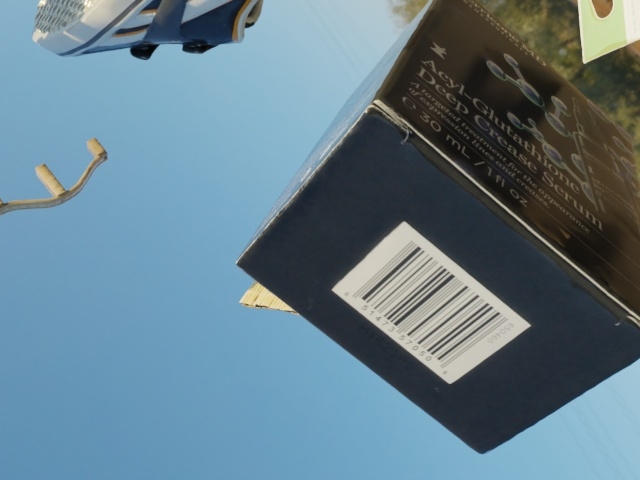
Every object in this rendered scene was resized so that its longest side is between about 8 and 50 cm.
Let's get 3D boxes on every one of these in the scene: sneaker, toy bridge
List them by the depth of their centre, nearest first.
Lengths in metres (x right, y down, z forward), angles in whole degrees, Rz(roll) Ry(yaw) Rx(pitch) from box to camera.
[{"bbox_3d":[-0.135,-0.223,0.655,0.127,0.321,0.126,24,-113,-42],"label":"sneaker"},{"bbox_3d":[-0.392,-0.082,1.072,0.188,0.026,0.063,-35,-104,-28],"label":"toy bridge"}]

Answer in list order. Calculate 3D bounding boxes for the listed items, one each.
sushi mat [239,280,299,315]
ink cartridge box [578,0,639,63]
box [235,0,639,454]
[{"bbox_3d":[0.000,0.000,1.221,0.316,0.151,0.019,-57,-44,-35],"label":"sushi mat"},{"bbox_3d":[0.396,-0.305,0.803,0.056,0.235,0.171,9,-106,-32],"label":"ink cartridge box"},{"bbox_3d":[0.147,-0.050,0.748,0.293,0.212,0.395,38,-145,-7],"label":"box"}]
